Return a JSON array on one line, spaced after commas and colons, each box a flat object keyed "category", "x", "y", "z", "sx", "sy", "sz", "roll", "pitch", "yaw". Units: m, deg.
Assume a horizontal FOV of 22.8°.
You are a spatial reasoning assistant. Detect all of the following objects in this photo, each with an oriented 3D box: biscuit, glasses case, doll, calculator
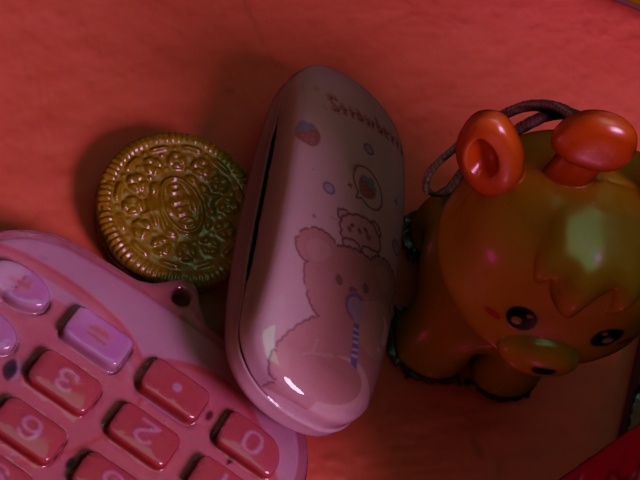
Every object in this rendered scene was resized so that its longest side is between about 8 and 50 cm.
[{"category": "biscuit", "x": -0.071, "y": -0.013, "z": 0.780, "sx": 0.084, "sy": 0.023, "sz": 0.084, "roll": 8, "pitch": 65, "yaw": -16}, {"category": "glasses case", "x": 0.000, "y": 0.000, "z": 0.766, "sx": 0.081, "sy": 0.051, "sz": 0.204, "roll": 33, "pitch": 45, "yaw": -28}, {"category": "doll", "x": 0.108, "y": -0.001, "z": 0.729, "sx": 0.143, "sy": 0.221, "sz": 0.135, "roll": 16, "pitch": 64, "yaw": -8}, {"category": "calculator", "x": -0.139, "y": 0.140, "z": 0.667, "sx": 0.220, "sy": 0.048, "sz": 0.329, "roll": 35, "pitch": 58, "yaw": 0}]

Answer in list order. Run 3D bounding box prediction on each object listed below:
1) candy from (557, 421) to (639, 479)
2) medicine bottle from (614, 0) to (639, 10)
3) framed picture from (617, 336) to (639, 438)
[{"category": "candy", "x": 0.201, "y": 0.122, "z": 0.648, "sx": 0.157, "sy": 0.306, "sz": 0.100, "roll": 9, "pitch": 62, "yaw": -15}, {"category": "medicine bottle", "x": 0.243, "y": -0.217, "z": 0.885, "sx": 0.379, "sy": 0.213, "sz": 0.213, "roll": 19, "pitch": 60, "yaw": -10}, {"category": "framed picture", "x": 0.278, "y": 0.047, "z": 0.881, "sx": 0.209, "sy": 0.019, "sz": 0.281, "roll": 25, "pitch": 59, "yaw": -7}]
